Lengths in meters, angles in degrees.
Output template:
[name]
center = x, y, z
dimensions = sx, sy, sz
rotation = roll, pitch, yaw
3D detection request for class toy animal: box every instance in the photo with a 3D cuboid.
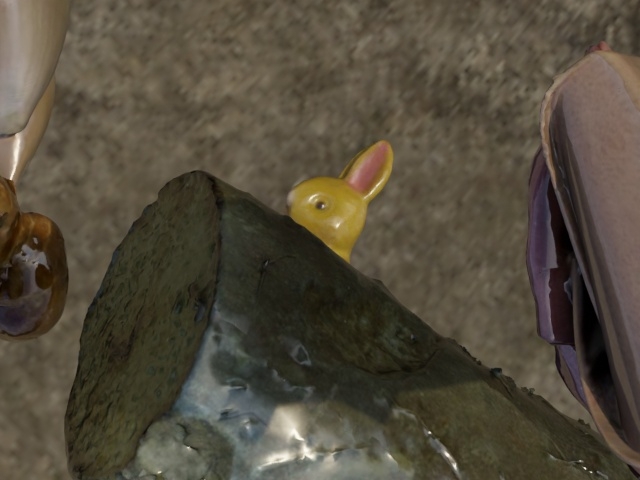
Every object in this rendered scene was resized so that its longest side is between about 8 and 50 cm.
[toy animal]
center = -0.003, -0.001, 1.229
dimensions = 0.070, 0.159, 0.083
rotation = 30, 173, -37

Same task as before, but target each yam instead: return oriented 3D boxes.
[yam]
center = 0.016, 0.098, 0.741
dimensions = 0.254, 0.154, 0.154
rotation = 36, 135, -18

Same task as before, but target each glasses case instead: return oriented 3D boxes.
[glasses case]
center = 0.087, 0.003, 0.424
dimensions = 0.070, 0.193, 0.102
rotation = -40, 72, 23

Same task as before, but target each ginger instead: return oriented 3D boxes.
[ginger]
center = -0.196, 0.023, 0.962
dimensions = 0.162, 0.073, 0.103
rotation = -31, 135, 27

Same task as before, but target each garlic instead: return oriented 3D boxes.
[garlic]
center = -0.299, -0.191, 1.430
dimensions = 0.325, 0.132, 0.279
rotation = 48, 139, 9
